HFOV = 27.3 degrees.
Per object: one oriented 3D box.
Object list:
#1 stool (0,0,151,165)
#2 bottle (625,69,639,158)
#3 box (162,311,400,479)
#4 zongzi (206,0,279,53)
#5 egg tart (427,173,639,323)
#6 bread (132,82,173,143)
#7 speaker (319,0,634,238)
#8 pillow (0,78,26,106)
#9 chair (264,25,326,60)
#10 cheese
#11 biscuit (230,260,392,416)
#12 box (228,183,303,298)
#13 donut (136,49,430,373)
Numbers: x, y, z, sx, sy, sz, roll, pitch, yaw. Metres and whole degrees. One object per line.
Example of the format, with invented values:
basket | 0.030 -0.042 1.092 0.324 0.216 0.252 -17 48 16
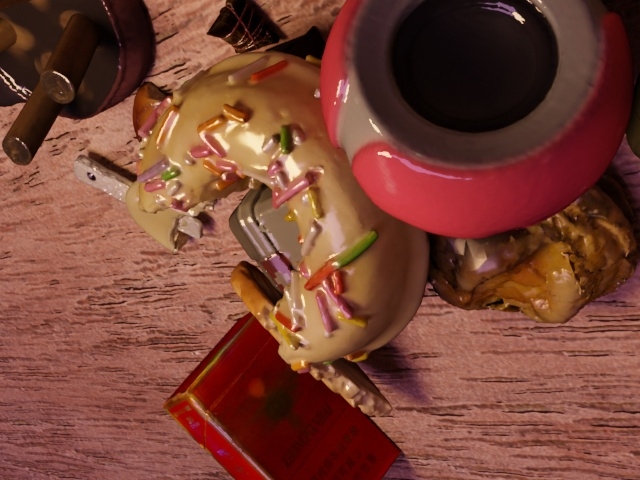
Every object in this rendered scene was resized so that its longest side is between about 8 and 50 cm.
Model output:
stool | -0.371 -0.250 1.680 0.272 0.178 0.272 18 134 19
bottle | 0.351 -0.177 1.171 0.112 0.112 0.260 27 141 18
box | -0.053 0.278 1.938 0.313 0.197 0.089 47 144 -8
zongzi | -0.096 -0.264 1.550 0.067 0.073 0.083 -2 166 43
egg tart | 0.207 0.015 1.466 0.297 0.132 0.297 14 146 9
bread | -0.203 -0.145 1.770 0.126 0.044 0.129 15 133 30
speaker | 0.148 -0.139 1.238 0.294 0.294 0.294 25 141 22
pillow | -0.473 -0.281 1.867 0.141 0.055 0.208 4 129 49
chair | 0.012 -0.187 1.498 0.212 0.084 0.101 -14 121 49
cheese | -0.260 -0.063 1.898 0.235 0.050 0.127 27 143 16
biscuit | -0.031 0.123 1.787 0.309 0.040 0.204 44 -177 -40
box | 0.000 0.000 1.653 0.129 0.148 0.210 -22 111 39
donut | -0.039 -0.039 1.447 0.371 0.150 0.307 47 133 9
